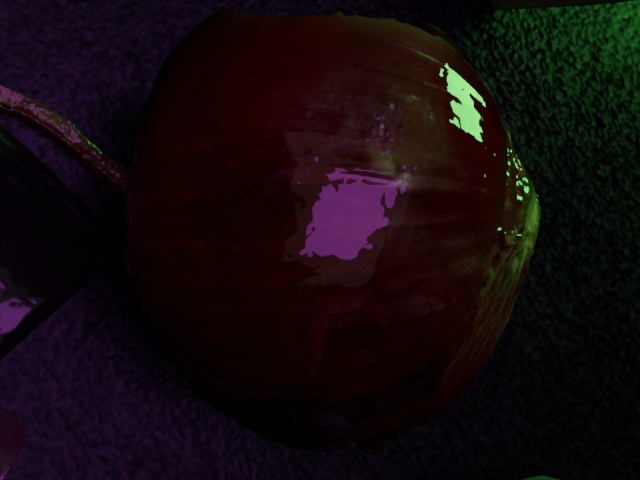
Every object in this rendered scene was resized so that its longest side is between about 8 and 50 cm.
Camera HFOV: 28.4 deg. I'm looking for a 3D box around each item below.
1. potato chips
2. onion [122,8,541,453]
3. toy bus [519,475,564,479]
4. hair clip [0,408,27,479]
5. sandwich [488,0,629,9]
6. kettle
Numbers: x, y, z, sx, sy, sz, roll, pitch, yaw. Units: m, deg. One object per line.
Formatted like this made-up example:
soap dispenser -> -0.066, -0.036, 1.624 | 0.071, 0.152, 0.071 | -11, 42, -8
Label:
potato chips -> -0.204, -0.073, 1.054 | 0.204, 0.026, 0.037 | 34, 81, -15
onion -> 0.008, 0.001, 0.953 | 0.341, 0.341, 0.341 | 1, 88, -19
toy bus -> 0.130, 0.307, 1.094 | 0.275, 0.138, 0.167 | -8, 89, -16
hair clip -> -0.291, 0.197, 1.015 | 0.054, 0.022, 0.137 | 37, 77, -17
sandwich -> 0.207, -0.272, 1.115 | 0.220, 0.186, 0.108 | 26, 80, 1
kettle -> -0.340, -0.008, 0.930 | 0.268, 0.207, 0.290 | -42, 96, 13
